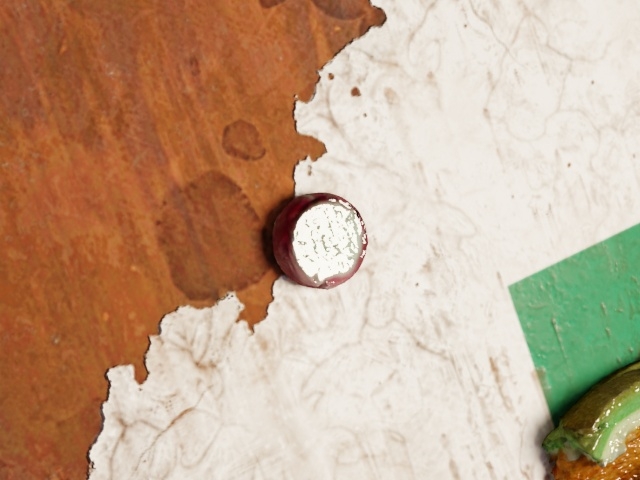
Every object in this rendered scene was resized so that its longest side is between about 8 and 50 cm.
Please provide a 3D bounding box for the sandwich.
[{"bbox_3d":[0.351,0.228,1.937,0.185,0.109,0.160,-31,101,-23],"label":"sandwich"}]

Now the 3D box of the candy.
[{"bbox_3d":[0.000,0.000,1.799,0.103,0.043,0.103,0,89,-27],"label":"candy"}]
